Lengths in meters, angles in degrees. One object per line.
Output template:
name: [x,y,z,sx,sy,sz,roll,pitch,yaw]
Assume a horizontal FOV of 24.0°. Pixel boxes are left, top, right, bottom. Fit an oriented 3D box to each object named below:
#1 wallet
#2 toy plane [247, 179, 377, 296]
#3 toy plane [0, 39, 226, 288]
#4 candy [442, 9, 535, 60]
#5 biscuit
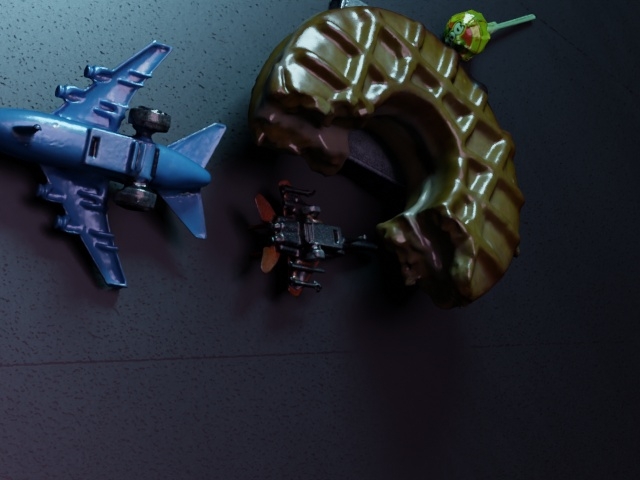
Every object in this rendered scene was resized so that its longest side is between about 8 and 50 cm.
wallet: [0.063,-0.168,1.768,0.167,0.036,0.222,25,61,-30]
toy plane: [0.002,-0.001,1.651,0.189,0.061,0.130,3,74,-38]
toy plane: [-0.217,-0.086,1.482,0.271,0.105,0.254,14,83,-39]
candy: [0.223,-0.271,1.921,0.058,0.062,0.194,33,32,27]
biscuit: [0.093,-0.111,1.666,0.366,0.115,0.268,44,50,-21]
